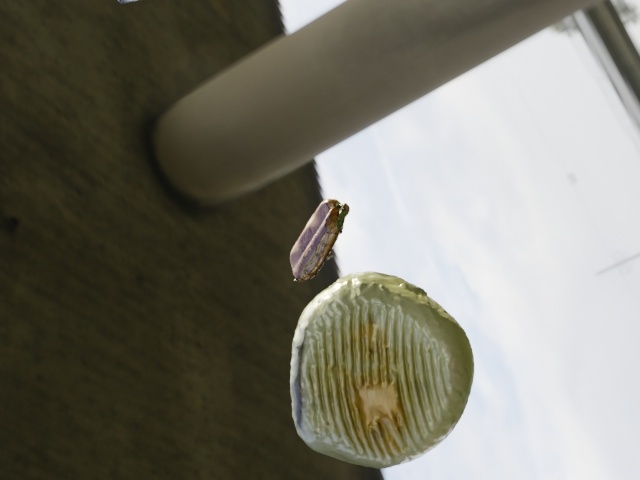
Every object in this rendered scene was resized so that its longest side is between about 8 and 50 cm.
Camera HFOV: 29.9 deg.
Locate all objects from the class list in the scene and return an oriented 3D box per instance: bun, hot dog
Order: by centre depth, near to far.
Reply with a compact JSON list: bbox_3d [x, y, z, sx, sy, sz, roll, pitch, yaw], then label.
[{"bbox_3d":[0.000,0.000,1.325,0.037,0.122,0.049,8,-133,-28],"label":"hot dog"},{"bbox_3d":[0.066,0.152,1.474,0.244,0.244,0.153,60,-174,-5],"label":"bun"}]

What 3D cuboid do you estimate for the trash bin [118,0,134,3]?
[{"bbox_3d":[-0.315,-0.510,1.918,0.239,0.161,0.184,51,-144,5],"label":"trash bin"}]
